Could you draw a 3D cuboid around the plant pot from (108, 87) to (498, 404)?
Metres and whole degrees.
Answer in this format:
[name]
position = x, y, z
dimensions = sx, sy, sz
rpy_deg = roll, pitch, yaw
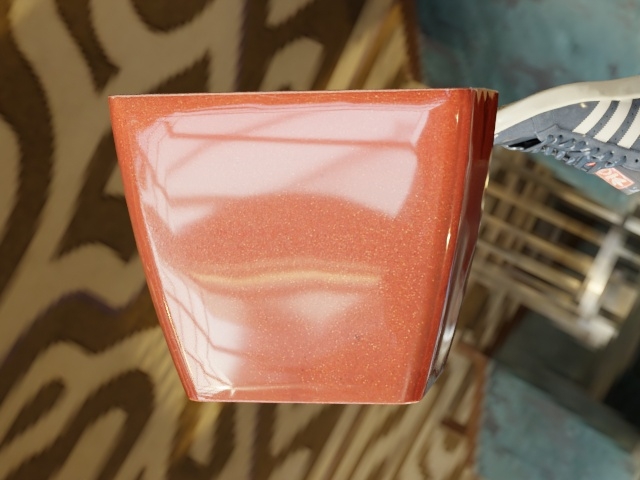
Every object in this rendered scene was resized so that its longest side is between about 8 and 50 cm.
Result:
[plant pot]
position = 0.000, 0.000, 1.409
dimensions = 0.267, 0.267, 0.235
rpy_deg = -24, 113, -79

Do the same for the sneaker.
[sneaker]
position = 0.350, -0.125, 2.283
dimensions = 0.350, 0.131, 0.148
rpy_deg = -11, 89, -27
